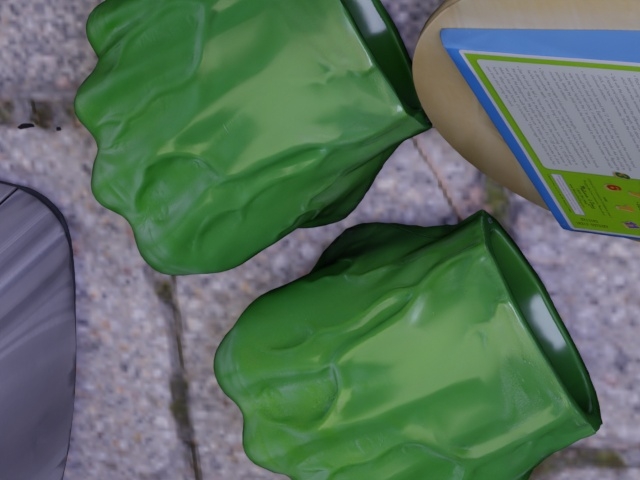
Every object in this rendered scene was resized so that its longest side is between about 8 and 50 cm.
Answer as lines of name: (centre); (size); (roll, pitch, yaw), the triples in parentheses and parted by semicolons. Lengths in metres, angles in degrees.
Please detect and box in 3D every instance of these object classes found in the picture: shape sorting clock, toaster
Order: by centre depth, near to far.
shape sorting clock: (0.136, -0.047, 0.698); (0.206, 0.040, 0.206); (19, 159, 8)
toaster: (-0.199, 0.083, 0.858); (0.129, 0.146, 0.227); (13, 114, 14)

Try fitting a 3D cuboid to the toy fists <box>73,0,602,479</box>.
toy fists: (0.000, 0.000, 0.792); (0.142, 0.096, 0.279); (-28, 98, 16)
